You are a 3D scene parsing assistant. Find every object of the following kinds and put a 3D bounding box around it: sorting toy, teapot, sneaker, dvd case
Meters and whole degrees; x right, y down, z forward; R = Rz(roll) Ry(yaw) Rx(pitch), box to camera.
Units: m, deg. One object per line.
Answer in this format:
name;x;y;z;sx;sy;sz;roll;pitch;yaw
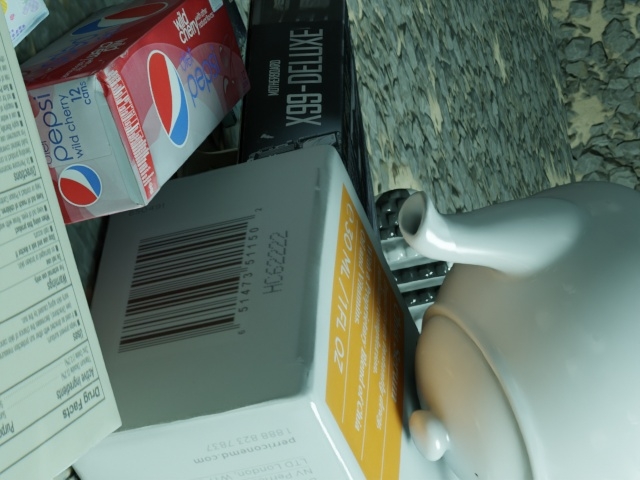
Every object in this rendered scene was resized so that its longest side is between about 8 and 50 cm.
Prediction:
sorting toy;-0.080;-0.031;1.363;0.075;0.044;0.083;33;49;-55
teapot;0.145;0.098;1.202;0.256;0.187;0.252;63;-15;14
sneaker;0.082;0.095;1.723;0.118;0.110;0.292;-50;134;-80
dvd case;-0.078;-0.155;1.510;0.119;0.013;0.087;-75;148;-57

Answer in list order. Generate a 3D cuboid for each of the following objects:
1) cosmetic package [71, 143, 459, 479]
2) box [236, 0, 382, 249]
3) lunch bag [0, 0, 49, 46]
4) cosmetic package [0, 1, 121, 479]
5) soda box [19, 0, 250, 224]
cosmetic package;0.005;0.185;1.262;0.230;0.161;0.453;-85;157;-47
box;0.000;0.000;1.414;0.242;0.076;0.307;-89;172;-47
lunch bag;-0.197;-0.128;1.009;0.083;0.053;0.071;-54;135;-36
cosmetic package;-0.200;-0.035;0.819;0.160;0.113;0.310;-33;110;-73
soda box;-0.124;-0.088;1.155;0.263;0.092;0.083;-59;134;-68
